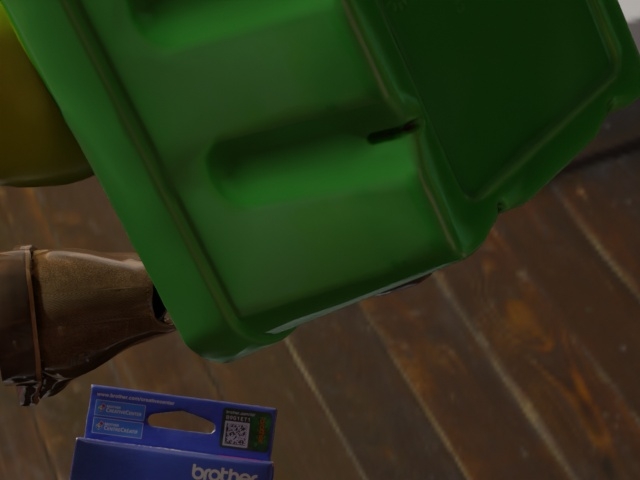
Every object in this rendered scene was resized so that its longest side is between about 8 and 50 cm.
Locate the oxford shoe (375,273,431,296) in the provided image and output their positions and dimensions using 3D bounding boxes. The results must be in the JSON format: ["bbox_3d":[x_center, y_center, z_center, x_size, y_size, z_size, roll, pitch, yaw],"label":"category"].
[{"bbox_3d":[0.000,0.000,1.092,0.096,0.083,0.227,4,12,-33],"label":"oxford shoe"}]

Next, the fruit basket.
[{"bbox_3d":[-0.079,-0.135,0.772,0.392,0.392,0.283,27,48,28],"label":"fruit basket"}]

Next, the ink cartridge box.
[{"bbox_3d":[-0.146,0.294,1.408,0.185,0.065,0.311,8,80,-1],"label":"ink cartridge box"}]

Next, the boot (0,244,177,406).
[{"bbox_3d":[-0.156,0.052,1.046,0.115,0.112,0.305,-7,-1,-10],"label":"boot"}]
